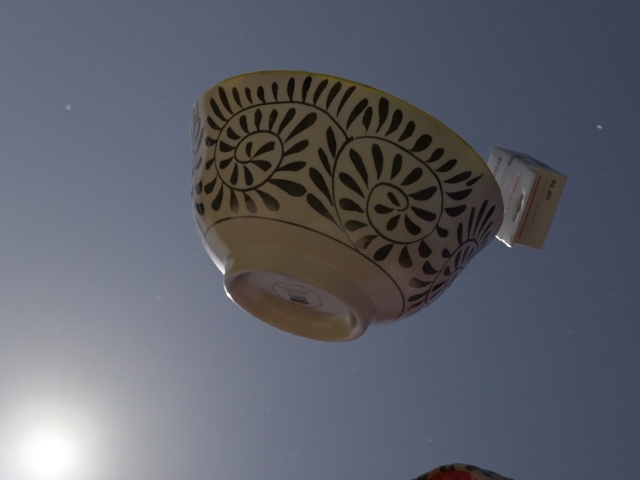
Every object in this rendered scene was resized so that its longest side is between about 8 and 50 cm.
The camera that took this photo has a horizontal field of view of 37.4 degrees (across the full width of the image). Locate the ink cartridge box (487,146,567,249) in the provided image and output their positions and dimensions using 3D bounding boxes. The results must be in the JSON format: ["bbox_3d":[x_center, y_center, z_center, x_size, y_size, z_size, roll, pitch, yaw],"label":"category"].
[{"bbox_3d":[0.123,-0.025,0.579,0.028,0.083,0.048,13,-76,-10],"label":"ink cartridge box"}]

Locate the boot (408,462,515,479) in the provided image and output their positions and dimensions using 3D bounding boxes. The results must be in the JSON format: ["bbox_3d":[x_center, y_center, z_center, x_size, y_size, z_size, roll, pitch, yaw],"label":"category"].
[{"bbox_3d":[0.136,0.326,0.808,0.377,0.284,0.138,-48,-143,32],"label":"boot"}]

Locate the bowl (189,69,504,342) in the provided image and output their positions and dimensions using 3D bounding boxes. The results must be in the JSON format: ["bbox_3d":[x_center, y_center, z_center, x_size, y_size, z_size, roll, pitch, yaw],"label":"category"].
[{"bbox_3d":[0.000,0.000,0.475,0.170,0.170,0.080,2,-121,33],"label":"bowl"}]
